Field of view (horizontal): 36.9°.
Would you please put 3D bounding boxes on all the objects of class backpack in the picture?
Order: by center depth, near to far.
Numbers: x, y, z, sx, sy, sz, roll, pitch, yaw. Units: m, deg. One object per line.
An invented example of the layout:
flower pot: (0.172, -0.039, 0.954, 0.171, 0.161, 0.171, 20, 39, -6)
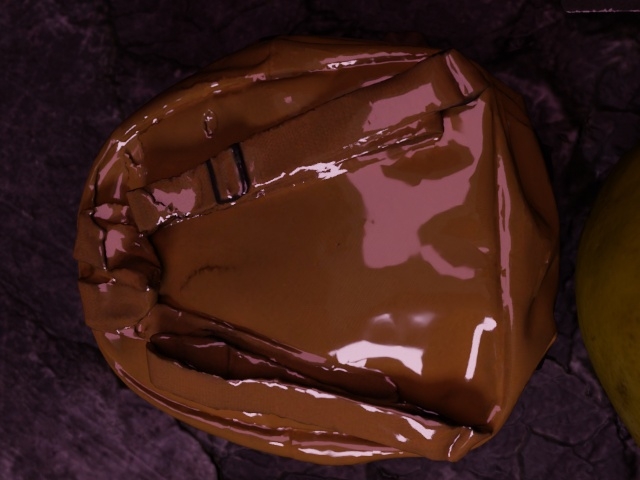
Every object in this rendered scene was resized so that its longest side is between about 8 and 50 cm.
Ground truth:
backpack: (-0.001, -0.002, 0.762, 0.378, 0.201, 0.353, 5, 94, 12)

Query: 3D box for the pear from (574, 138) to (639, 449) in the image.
pear: (0.306, 0.058, 0.658, 0.253, 0.253, 0.307, -19, 90, 14)

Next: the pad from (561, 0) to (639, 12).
pad: (0.263, -0.272, 0.753, 0.143, 0.003, 0.211, 3, 72, 15)
